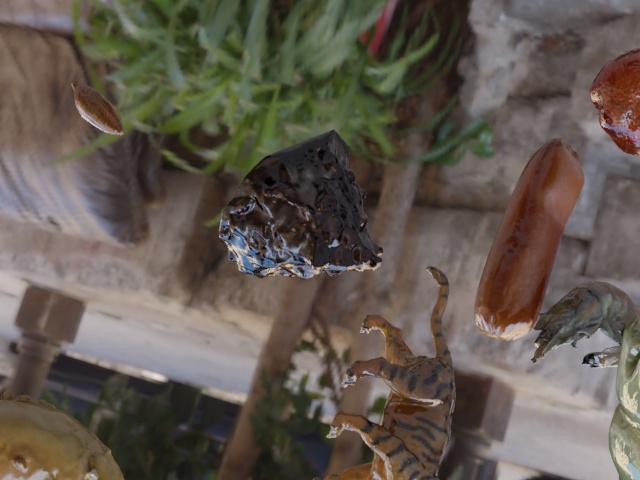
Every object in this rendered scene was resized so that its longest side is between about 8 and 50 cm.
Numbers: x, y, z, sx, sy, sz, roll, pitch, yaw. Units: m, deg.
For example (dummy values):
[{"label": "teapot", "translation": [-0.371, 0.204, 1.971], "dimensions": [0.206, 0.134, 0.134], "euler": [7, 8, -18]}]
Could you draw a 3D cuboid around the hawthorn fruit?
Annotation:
[{"label": "hawthorn fruit", "translation": [0.408, -0.182, 1.457], "dimensions": [0.138, 0.133, 0.133], "euler": [-25, 146, 27]}]

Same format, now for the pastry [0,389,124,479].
[{"label": "pastry", "translation": [-0.381, 0.324, 1.451], "dimensions": [0.184, 0.284, 0.315], "euler": [-115, 6, -59]}]

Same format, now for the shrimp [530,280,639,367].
[{"label": "shrimp", "translation": [0.351, 0.123, 1.524], "dimensions": [0.126, 0.223, 0.047], "euler": [50, 137, 14]}]

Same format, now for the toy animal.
[{"label": "toy animal", "translation": [0.075, 0.124, 0.969], "dimensions": [0.116, 0.255, 0.114], "euler": [18, 154, 2]}]

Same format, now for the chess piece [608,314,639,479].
[{"label": "chess piece", "translation": [0.356, 0.300, 1.186], "dimensions": [0.234, 0.442, 0.234], "euler": [5, -166, -1]}]

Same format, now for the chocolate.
[{"label": "chocolate", "translation": [0.000, 0.000, 1.562], "dimensions": [0.177, 0.224, 0.206], "euler": [44, 139, 28]}]

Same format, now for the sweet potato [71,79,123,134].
[{"label": "sweet potato", "translation": [-0.238, -0.138, 1.258], "dimensions": [0.095, 0.034, 0.034], "euler": [47, -177, 28]}]

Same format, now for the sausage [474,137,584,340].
[{"label": "sausage", "translation": [0.279, -0.002, 1.588], "dimensions": [0.089, 0.300, 0.083], "euler": [32, 160, -24]}]
